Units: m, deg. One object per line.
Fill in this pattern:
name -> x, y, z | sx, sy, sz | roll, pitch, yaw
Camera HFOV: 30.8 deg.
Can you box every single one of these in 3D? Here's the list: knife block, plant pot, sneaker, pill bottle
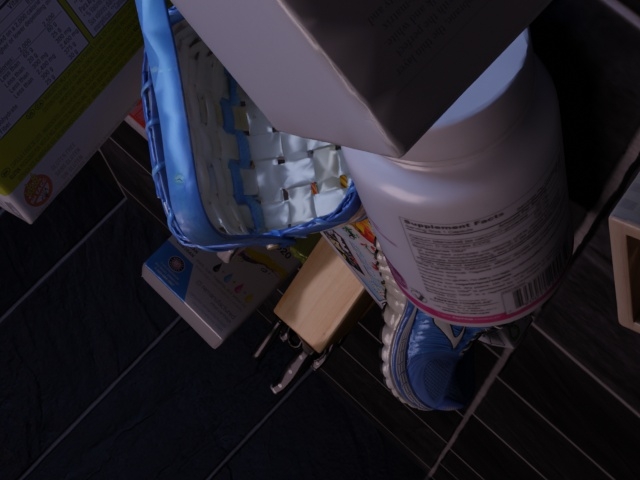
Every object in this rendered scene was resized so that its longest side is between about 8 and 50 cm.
knife block -> 0.001, 0.084, 1.530 | 0.088, 0.242, 0.276 | 41, 168, 12
plant pot -> 0.000, 0.000, 1.644 | 0.083, 0.079, 0.083 | 42, 168, 11
sneaker -> 0.142, 0.069, 1.173 | 0.147, 0.130, 0.330 | 12, 140, 19
pill bottle -> 0.104, -0.061, 0.879 | 0.160, 0.160, 0.283 | 37, 166, 30

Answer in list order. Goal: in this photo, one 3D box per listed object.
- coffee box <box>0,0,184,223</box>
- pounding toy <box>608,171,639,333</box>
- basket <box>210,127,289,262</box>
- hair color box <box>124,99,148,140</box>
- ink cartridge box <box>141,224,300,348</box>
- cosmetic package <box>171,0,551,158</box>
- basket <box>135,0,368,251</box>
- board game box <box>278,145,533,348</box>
coffee box -> -0.338, -0.284, 1.074 | 0.337, 0.338, 0.334 | 24, 158, 39
pounding toy -> 0.289, 0.010, 0.697 | 0.206, 0.094, 0.181 | 25, 155, 32
basket -> -0.091, -0.065, 1.530 | 0.103, 0.167, 0.113 | 50, 168, 2
hair color box -> -0.329, -0.231, 2.037 | 0.141, 0.043, 0.072 | 40, 168, 12
ink cartridge box -> -0.137, 0.024, 1.813 | 0.171, 0.233, 0.168 | 44, 166, 1
cosmetic package -> 0.017, -0.198, 0.534 | 0.225, 0.224, 0.138 | 50, 167, -25
basket -> -0.062, -0.115, 0.973 | 0.289, 0.201, 0.255 | 6, -108, -64
board game box -> 0.088, -0.002, 1.308 | 0.193, 0.053, 0.305 | 4, 141, 51
